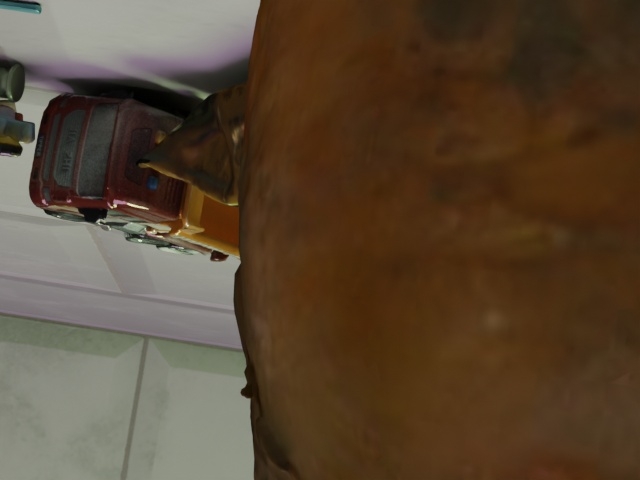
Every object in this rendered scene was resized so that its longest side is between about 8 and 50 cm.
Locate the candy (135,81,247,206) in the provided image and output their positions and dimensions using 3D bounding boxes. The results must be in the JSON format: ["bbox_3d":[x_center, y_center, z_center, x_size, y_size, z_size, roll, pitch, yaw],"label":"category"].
[{"bbox_3d":[-0.026,-0.071,1.097,0.143,0.101,0.271,-7,-176,-29],"label":"candy"}]

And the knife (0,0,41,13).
[{"bbox_3d":[-0.232,-0.162,1.038,0.091,0.005,0.014,8,171,5],"label":"knife"}]

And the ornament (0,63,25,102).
[{"bbox_3d":[-0.278,-0.122,1.205,0.092,0.041,0.068,0,-164,-16],"label":"ornament"}]

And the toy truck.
[{"bbox_3d":[-0.117,-0.044,1.304,0.135,0.114,0.270,3,170,32],"label":"toy truck"}]

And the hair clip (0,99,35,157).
[{"bbox_3d":[-0.272,-0.096,1.265,0.062,0.056,0.214,4,-179,-23],"label":"hair clip"}]

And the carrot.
[{"bbox_3d":[0.085,-0.043,0.493,0.224,0.341,0.224,4,168,1],"label":"carrot"}]
